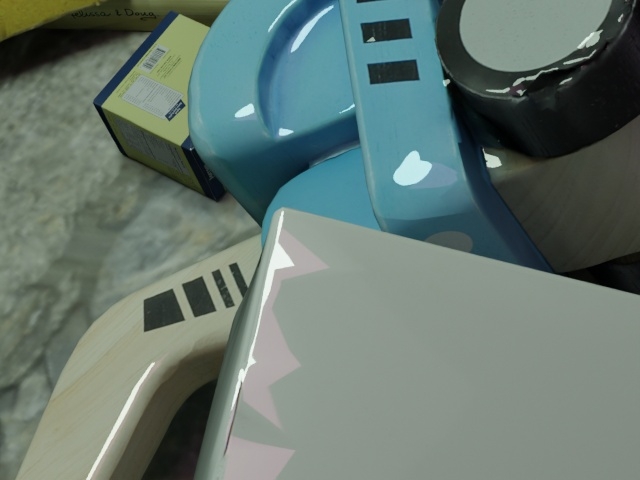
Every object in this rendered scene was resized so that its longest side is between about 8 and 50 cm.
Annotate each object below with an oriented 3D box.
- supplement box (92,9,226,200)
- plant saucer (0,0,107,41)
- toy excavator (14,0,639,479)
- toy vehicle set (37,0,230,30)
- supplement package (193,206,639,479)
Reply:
[{"bbox_3d":[-0.079,-0.085,1.129,0.083,0.056,0.083,27,69,29],"label":"supplement box"},{"bbox_3d":[-0.218,-0.293,1.246,0.332,0.081,0.333,-20,55,4],"label":"plant saucer"},{"bbox_3d":[0.000,0.000,0.989,0.445,0.222,0.433,-20,53,19],"label":"toy excavator"},{"bbox_3d":[-0.124,-0.220,1.242,0.266,0.035,0.166,3,59,18],"label":"toy vehicle set"},{"bbox_3d":[0.093,0.126,0.746,0.292,0.175,0.178,15,69,-4],"label":"supplement package"}]
